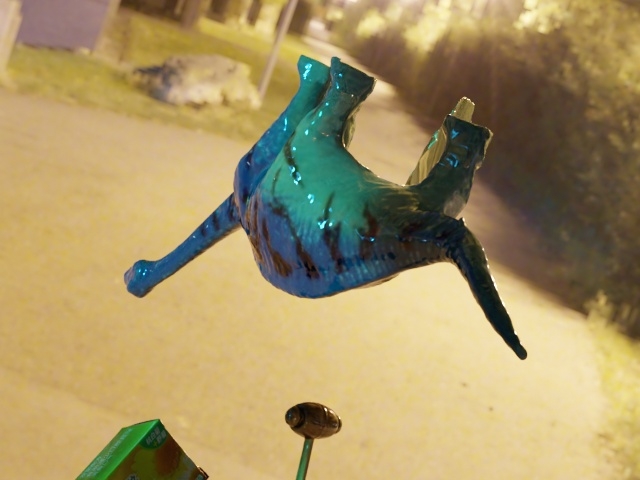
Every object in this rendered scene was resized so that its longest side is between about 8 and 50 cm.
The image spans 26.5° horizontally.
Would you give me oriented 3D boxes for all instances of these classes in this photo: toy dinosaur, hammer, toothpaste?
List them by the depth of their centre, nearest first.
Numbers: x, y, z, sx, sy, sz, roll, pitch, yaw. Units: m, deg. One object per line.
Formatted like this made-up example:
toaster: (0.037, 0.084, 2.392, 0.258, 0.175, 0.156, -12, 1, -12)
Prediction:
hammer: (-0.014, 0.121, 0.512, 0.029, 0.123, 0.014, 16, -5, -44)
toothpaste: (-0.123, 0.158, 0.637, 0.037, 0.178, 0.043, -19, -68, 47)
toy dinosaur: (0.004, -0.028, 0.663, 0.076, 0.144, 0.329, 29, -14, -35)

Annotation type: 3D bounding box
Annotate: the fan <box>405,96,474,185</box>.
fan: (0.112, -0.071, 1.262, 0.009, 0.131, 0.240, 24, 7, 13)
